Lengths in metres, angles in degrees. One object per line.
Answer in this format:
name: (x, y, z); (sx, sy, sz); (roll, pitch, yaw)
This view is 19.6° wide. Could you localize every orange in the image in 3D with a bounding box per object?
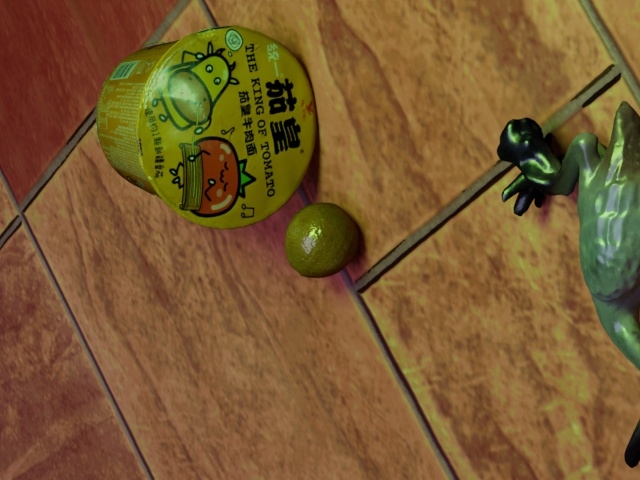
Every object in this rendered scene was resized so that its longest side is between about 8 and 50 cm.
orange: (0.000, 0.000, 1.978); (0.085, 0.085, 0.085); (25, 123, 44)

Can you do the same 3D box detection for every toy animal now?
toy animal: (0.267, 0.015, 1.637); (0.324, 0.090, 0.195); (67, 150, 21)

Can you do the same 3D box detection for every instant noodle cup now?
instant noodle cup: (-0.135, -0.127, 1.999); (0.172, 0.215, 0.216); (13, 115, 58)
